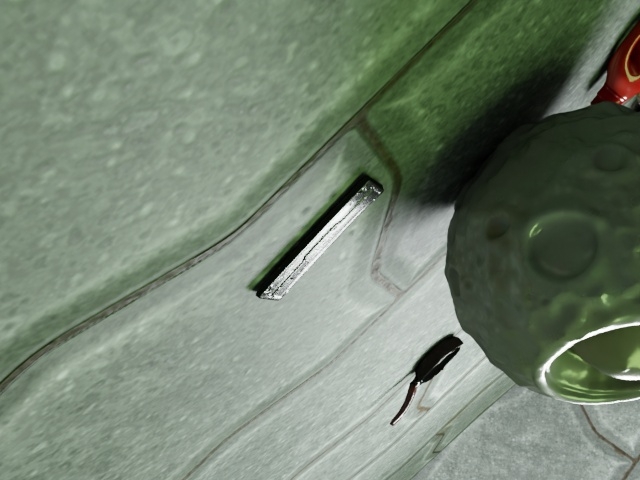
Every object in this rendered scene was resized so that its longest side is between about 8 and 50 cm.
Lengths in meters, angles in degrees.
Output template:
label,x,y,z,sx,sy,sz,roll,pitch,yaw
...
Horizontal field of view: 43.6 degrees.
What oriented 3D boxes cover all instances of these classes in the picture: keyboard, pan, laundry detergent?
label,x,y,z,sx,sy,sz,roll,pitch,yaw
keyboard,0.000,0.000,0.755,0.155,0.010,0.053,-46,159,8
pan,0.194,0.263,1.524,0.212,0.040,0.115,-47,160,-8
laundry detergent,0.386,-0.220,0.959,0.097,0.049,0.165,13,125,-40

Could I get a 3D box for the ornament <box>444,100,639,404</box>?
label,x,y,z,sx,sy,sz,roll,pitch,yaw
ornament,0.305,0.010,0.890,0.337,0.337,0.337,-36,157,-18

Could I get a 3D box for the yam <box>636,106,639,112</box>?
label,x,y,z,sx,sy,sz,roll,pitch,yaw
yam,0.570,-0.236,1.153,0.131,0.131,0.279,-18,150,-47

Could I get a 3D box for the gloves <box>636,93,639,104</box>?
label,x,y,z,sx,sy,sz,roll,pitch,yaw
gloves,0.504,-0.164,1.001,0.145,0.241,0.126,-39,158,-10
